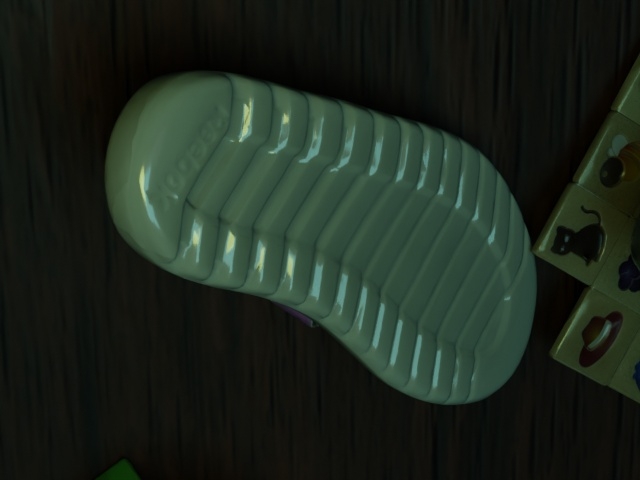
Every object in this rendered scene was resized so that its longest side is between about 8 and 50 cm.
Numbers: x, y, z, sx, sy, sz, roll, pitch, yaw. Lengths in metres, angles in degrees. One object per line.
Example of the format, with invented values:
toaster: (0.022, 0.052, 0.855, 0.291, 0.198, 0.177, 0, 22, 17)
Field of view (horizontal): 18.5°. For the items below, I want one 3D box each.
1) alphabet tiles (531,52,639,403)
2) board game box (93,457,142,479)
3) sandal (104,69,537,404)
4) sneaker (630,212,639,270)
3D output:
alphabet tiles: (0.316, 0.003, 1.445, 0.342, 0.011, 0.285, 28, 91, -31)
board game box: (-0.194, 0.335, 1.353, 0.316, 0.064, 0.242, -36, 121, -6)
sandal: (0.006, -0.014, 1.268, 0.416, 0.102, 0.169, 30, 79, -47)
sneaker: (0.381, -0.070, 1.401, 0.410, 0.158, 0.182, -42, 150, -13)
